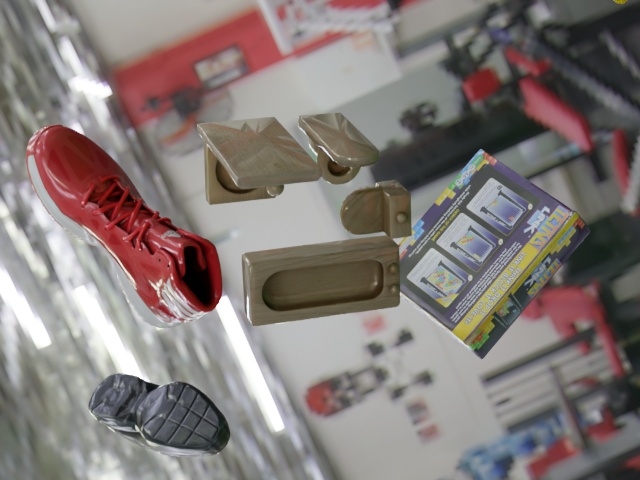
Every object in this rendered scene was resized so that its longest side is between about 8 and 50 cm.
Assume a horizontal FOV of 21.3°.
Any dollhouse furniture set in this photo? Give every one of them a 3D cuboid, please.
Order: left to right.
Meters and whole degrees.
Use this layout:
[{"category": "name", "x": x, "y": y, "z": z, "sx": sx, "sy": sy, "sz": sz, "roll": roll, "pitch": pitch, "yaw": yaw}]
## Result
[{"category": "dollhouse furniture set", "x": 0.000, "y": 0.000, "z": 1.190, "sx": 0.123, "sy": 0.144, "sz": 0.151, "roll": -129, "pitch": 35, "yaw": -64}]

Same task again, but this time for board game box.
[{"category": "board game box", "x": 0.161, "y": 0.012, "z": 1.694, "sx": 0.141, "sy": 0.170, "sz": 0.048, "roll": 39, "pitch": 177, "yaw": 37}]

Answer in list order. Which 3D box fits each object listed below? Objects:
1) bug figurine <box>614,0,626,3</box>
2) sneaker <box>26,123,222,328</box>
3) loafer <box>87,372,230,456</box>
[{"category": "bug figurine", "x": 0.226, "y": -0.309, "z": 1.187, "sx": 0.072, "sy": 0.216, "sz": 0.279, "roll": -83, "pitch": 19, "yaw": -46}, {"category": "sneaker", "x": -0.160, "y": -0.022, "z": 1.507, "sx": 0.221, "sy": 0.087, "sz": 0.128, "roll": 49, "pitch": 151, "yaw": -16}, {"category": "loafer", "x": -0.130, "y": 0.159, "z": 1.481, "sx": 0.170, "sy": 0.062, "sz": 0.061, "roll": 14, "pitch": 153, "yaw": 49}]
